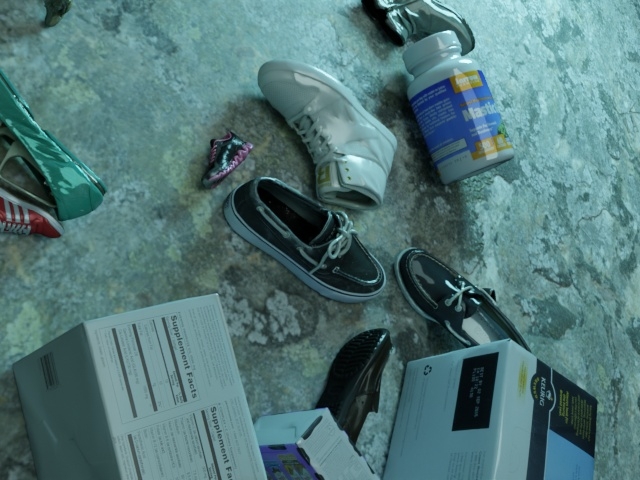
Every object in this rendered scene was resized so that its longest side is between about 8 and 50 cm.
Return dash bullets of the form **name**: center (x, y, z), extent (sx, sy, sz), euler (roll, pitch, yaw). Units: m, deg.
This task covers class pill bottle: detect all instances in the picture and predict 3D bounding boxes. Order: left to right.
- **pill bottle**: center (0.260, -0.259, 1.339), extent (0.152, 0.152, 0.272), euler (-19, 86, -41)

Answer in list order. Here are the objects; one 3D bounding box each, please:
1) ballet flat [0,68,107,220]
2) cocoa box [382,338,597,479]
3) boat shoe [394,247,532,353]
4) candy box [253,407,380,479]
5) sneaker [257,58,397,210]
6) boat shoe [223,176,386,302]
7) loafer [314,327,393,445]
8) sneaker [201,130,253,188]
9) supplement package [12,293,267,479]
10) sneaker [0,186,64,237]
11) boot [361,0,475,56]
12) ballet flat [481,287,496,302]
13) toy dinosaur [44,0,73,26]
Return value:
- **ballet flat**: center (-0.375, -0.123, 0.843), extent (0.087, 0.083, 0.247), euler (-45, 101, -25)
- **cocoa box**: center (0.255, 0.368, 1.049), extent (0.228, 0.231, 0.347), euler (33, 56, -25)
- **boat shoe**: center (0.258, 0.123, 1.213), extent (0.302, 0.091, 0.114), euler (43, 67, -7)
- **candy box**: center (-0.002, 0.323, 0.909), extent (0.070, 0.165, 0.196), euler (-42, 101, -38)
- **sneaker**: center (0.009, -0.163, 1.137), extent (0.293, 0.108, 0.169), euler (31, 54, -27)
- **boat shoe**: center (0.001, -0.004, 1.072), extent (0.306, 0.105, 0.113), euler (37, 55, -21)
- **loafer**: center (0.055, 0.231, 1.055), extent (0.078, 0.080, 0.220), euler (50, 55, -25)
- **sneaker**: center (-0.153, -0.125, 1.042), extent (0.057, 0.047, 0.119), euler (44, 45, -9)
- **supplement package**: center (-0.204, 0.191, 0.736), extent (0.145, 0.262, 0.204), euler (-9, 79, -40)
- **sneaker**: center (-0.375, -0.019, 0.826), extent (0.118, 0.042, 0.067), euler (31, 53, -17)
- **boot**: center (0.196, -0.442, 1.418), extent (0.246, 0.083, 0.161), euler (44, 59, -10)
- **ballet flat**: center (0.312, 0.173, 1.287), extent (0.057, 0.049, 0.173), euler (6, 70, -36)
- **toy dinosaur**: center (-0.336, -0.427, 0.964), extent (0.118, 0.064, 0.268), euler (-11, 104, -77)
